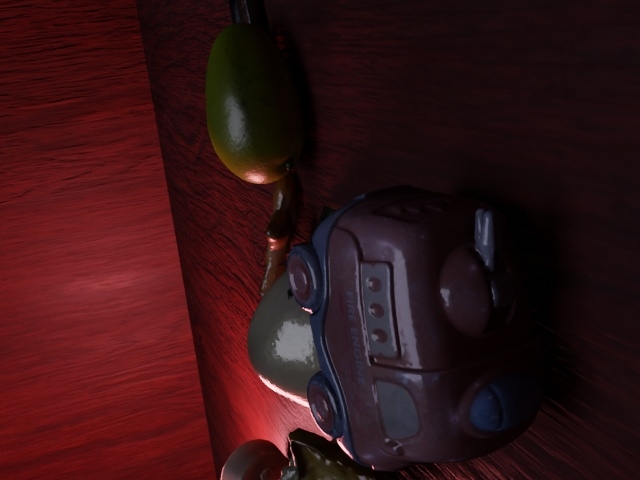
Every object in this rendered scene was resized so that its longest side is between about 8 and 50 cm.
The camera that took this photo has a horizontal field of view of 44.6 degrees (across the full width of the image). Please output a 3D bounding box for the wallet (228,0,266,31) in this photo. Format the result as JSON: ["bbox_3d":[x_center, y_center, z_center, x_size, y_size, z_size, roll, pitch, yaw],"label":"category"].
[{"bbox_3d":[-0.134,-0.401,1.421,0.124,0.042,0.230,175,81,-70],"label":"wallet"}]

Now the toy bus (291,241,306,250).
[{"bbox_3d":[-0.032,0.064,1.420,0.052,0.037,0.130,52,148,44],"label":"toy bus"}]

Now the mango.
[{"bbox_3d":[-0.112,-0.229,1.289,0.185,0.149,0.273,0,99,65],"label":"mango"}]

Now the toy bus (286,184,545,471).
[{"bbox_3d":[0.111,0.091,0.770,0.232,0.197,0.294,1,101,61],"label":"toy bus"}]

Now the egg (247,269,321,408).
[{"bbox_3d":[-0.014,0.156,1.202,0.286,0.174,0.264,-26,80,68],"label":"egg"}]

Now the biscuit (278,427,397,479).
[{"bbox_3d":[0.031,0.441,1.133,0.329,0.078,0.335,44,122,9],"label":"biscuit"}]

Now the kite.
[{"bbox_3d":[0.000,0.000,1.180,0.189,0.232,0.009,-28,115,37],"label":"kite"}]

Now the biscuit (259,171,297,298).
[{"bbox_3d":[-0.076,-0.008,1.424,0.208,0.047,0.164,101,176,-50],"label":"biscuit"}]

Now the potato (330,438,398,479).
[{"bbox_3d":[0.056,0.371,1.215,0.176,0.137,0.137,-63,38,33],"label":"potato"}]

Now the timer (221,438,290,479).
[{"bbox_3d":[-0.093,0.591,1.818,0.266,0.175,0.175,15,116,52],"label":"timer"}]
